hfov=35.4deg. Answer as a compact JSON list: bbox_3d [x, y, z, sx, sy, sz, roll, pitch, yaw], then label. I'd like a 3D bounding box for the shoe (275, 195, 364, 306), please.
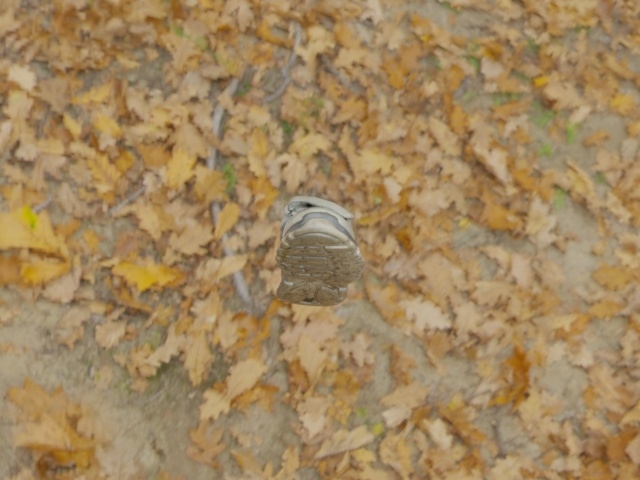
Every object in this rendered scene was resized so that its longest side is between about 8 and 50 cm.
[{"bbox_3d":[0.000,0.000,1.031,0.089,0.180,0.092,6,64,-2],"label":"shoe"}]
